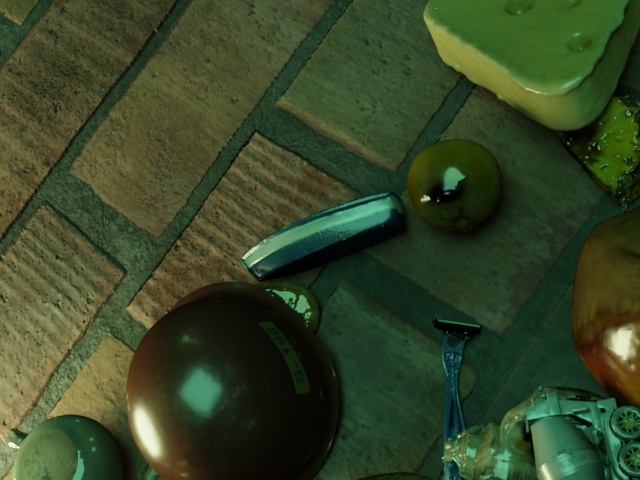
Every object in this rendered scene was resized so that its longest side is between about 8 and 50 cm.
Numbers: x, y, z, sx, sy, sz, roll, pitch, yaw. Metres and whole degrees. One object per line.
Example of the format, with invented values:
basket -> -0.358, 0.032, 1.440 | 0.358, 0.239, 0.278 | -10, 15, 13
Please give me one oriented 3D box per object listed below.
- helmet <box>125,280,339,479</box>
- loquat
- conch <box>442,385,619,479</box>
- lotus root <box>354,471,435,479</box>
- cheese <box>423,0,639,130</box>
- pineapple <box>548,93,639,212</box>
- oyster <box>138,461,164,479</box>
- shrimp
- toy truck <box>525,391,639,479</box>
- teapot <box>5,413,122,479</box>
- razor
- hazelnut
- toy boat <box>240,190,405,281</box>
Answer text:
helmet -> -0.174, 0.234, 1.536 | 0.337, 0.230, 0.385 | -31, 72, 14
loquat -> 0.212, -0.090, 1.568 | 0.163, 0.137, 0.163 | -17, 65, 39
conch -> 0.314, 0.297, 1.355 | 0.291, 0.159, 0.210 | 12, 92, -5
lotus root -> 0.056, 0.448, 1.362 | 0.346, 0.250, 0.250 | -29, 60, 21
cheese -> 0.389, -0.372, 1.584 | 0.384, 0.104, 0.384 | -17, 47, 20
pineapple -> 0.446, -0.166, 1.523 | 0.135, 0.079, 0.233 | -34, 58, 8
oyster -> -0.268, 0.411, 1.658 | 0.081, 0.038, 0.083 | 15, 45, 4
shrimp -> -0.111, 0.140, 1.684 | 0.236, 0.053, 0.133 | -7, 87, 18
toy truck -> 0.330, 0.303, 1.184 | 0.140, 0.108, 0.256 | -8, 61, 9
teapot -> -0.422, 0.393, 1.674 | 0.294, 0.129, 0.193 | 24, 81, 32
razor -> 0.203, 0.246, 1.493 | 0.082, 0.042, 0.253 | 7, 69, -16
hazelnut -> 0.496, 0.103, 1.262 | 0.372, 0.315, 0.372 | 7, 71, -19
toy boat -> 0.000, 0.000, 1.656 | 0.299, 0.096, 0.061 | -21, 71, 18
